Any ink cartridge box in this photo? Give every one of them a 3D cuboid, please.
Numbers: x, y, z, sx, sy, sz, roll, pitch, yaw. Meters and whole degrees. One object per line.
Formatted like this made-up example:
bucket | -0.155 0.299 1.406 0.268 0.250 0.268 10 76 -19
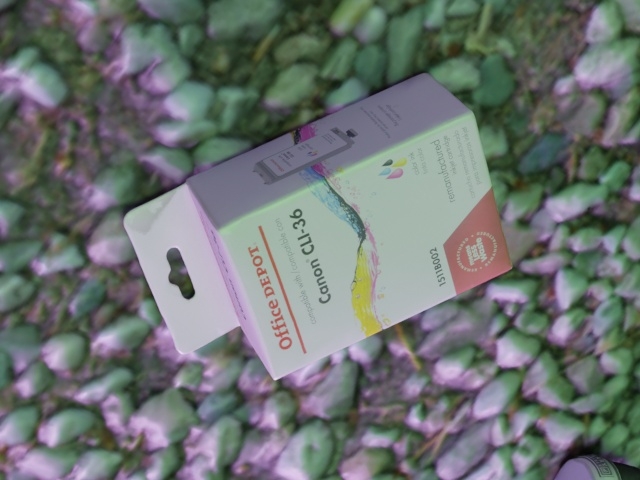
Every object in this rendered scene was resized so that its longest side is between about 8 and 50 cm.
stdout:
ink cartridge box | 0.000 0.000 0.903 0.198 0.067 0.115 -25 124 -9

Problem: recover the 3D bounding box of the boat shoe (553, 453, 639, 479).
boat shoe | 0.180 0.257 1.122 0.076 0.080 0.228 9 105 -26
